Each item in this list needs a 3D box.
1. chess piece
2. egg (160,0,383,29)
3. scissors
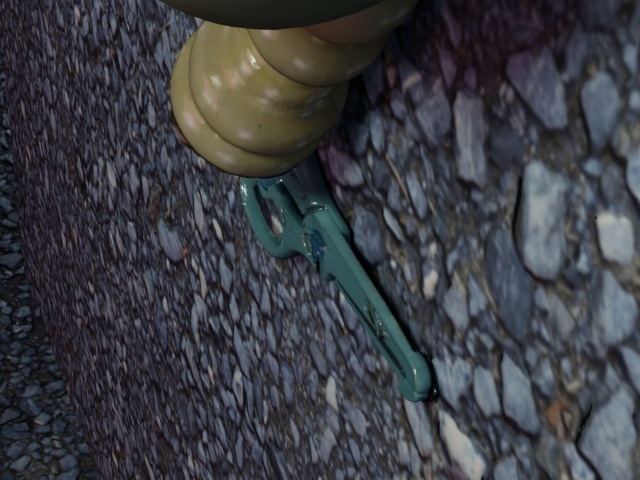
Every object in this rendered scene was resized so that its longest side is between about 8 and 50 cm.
[{"bbox_3d":[-0.009,-0.152,0.813,0.261,0.142,0.143,-36,67,60],"label":"chess piece"},{"bbox_3d":[-0.009,-0.259,0.531,0.336,0.278,0.278,122,133,-69],"label":"egg"},{"bbox_3d":[-0.001,0.000,0.981,0.393,0.032,0.180,-123,29,-43],"label":"scissors"}]
